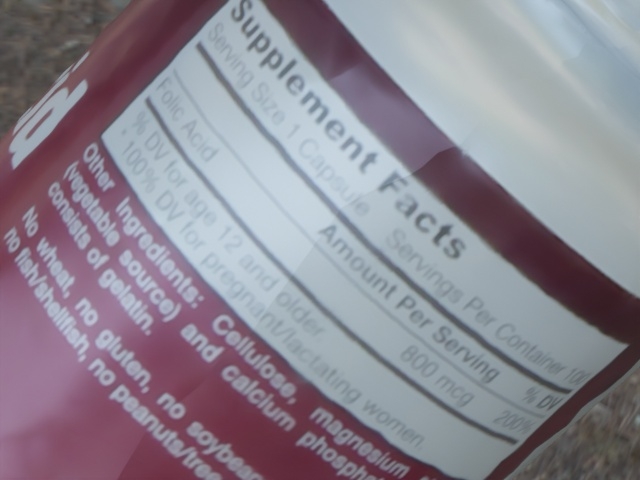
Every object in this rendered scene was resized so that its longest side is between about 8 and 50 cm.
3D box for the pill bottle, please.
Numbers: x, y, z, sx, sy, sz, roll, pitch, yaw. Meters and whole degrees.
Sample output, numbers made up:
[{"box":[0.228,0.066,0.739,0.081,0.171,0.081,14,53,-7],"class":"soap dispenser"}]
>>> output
[{"box":[0.000,0.000,0.686,0.392,0.224,0.224,-44,84,14],"class":"pill bottle"}]
